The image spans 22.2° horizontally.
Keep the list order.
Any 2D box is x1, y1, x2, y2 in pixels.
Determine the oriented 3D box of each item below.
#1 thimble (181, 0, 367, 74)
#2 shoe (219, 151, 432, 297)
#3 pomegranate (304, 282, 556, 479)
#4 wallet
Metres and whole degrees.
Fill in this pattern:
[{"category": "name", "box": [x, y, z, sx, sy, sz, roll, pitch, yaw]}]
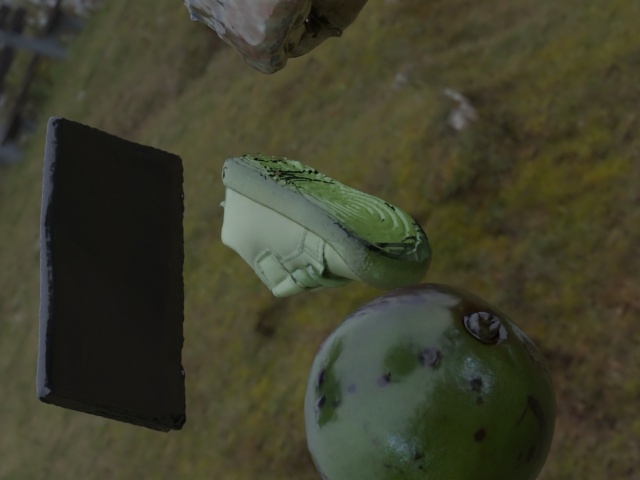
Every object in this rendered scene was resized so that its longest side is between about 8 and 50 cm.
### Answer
[{"category": "thimble", "box": [-0.006, -0.230, 0.961, 0.196, 0.148, 0.229, -40, -11, -44]}, {"category": "shoe", "box": [0.003, -0.007, 1.647, 0.140, 0.262, 0.128, -19, -50, -42]}, {"category": "pomegranate", "box": [0.068, 0.147, 1.230, 0.248, 0.202, 0.202, -57, 9, 30]}, {"category": "wallet", "box": [-0.159, 0.024, 1.236, 0.025, 0.124, 0.244, -35, 47, 42]}]
